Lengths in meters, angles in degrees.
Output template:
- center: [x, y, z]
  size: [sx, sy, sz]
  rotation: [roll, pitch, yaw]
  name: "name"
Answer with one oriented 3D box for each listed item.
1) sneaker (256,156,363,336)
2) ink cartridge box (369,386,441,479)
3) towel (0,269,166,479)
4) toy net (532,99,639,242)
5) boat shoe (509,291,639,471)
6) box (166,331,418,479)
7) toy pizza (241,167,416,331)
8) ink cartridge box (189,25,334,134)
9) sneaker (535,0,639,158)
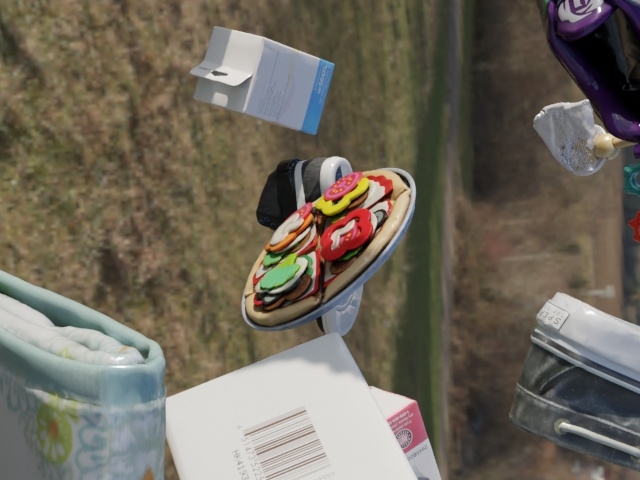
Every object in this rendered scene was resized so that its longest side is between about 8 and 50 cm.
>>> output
- center: [-0.018, 0.006, 1.434]
  size: [0.079, 0.121, 0.217]
  rotation: [-9, 99, -58]
  name: "sneaker"
- center: [0.052, 0.294, 1.271]
  size: [0.158, 0.092, 0.218]
  rotation: [-27, 109, -29]
  name: "ink cartridge box"
- center: [-0.239, 0.200, 0.958]
  size: [0.090, 0.374, 0.321]
  rotation: [-10, 107, -37]
  name: "towel"
- center: [0.329, -0.071, 1.238]
  size: [0.045, 0.232, 0.122]
  rotation: [-22, 134, -53]
  name: "toy net"
- center: [0.292, 0.153, 0.879]
  size: [0.121, 0.335, 0.119]
  rotation: [-102, -142, -81]
  name: "boat shoe"
- center: [0.007, 0.289, 0.995]
  size: [0.215, 0.168, 0.345]
  rotation: [-120, -169, -51]
  name: "box"
- center: [0.000, 0.000, 1.070]
  size: [0.032, 0.201, 0.201]
  rotation: [48, 33, -24]
  name: "toy pizza"
- center: [-0.071, -0.187, 1.368]
  size: [0.143, 0.092, 0.090]
  rotation: [13, 95, -50]
  name: "ink cartridge box"
- center: [0.130, -0.150, 0.584]
  size: [0.224, 0.083, 0.098]
  rotation: [59, 27, -8]
  name: "sneaker"
